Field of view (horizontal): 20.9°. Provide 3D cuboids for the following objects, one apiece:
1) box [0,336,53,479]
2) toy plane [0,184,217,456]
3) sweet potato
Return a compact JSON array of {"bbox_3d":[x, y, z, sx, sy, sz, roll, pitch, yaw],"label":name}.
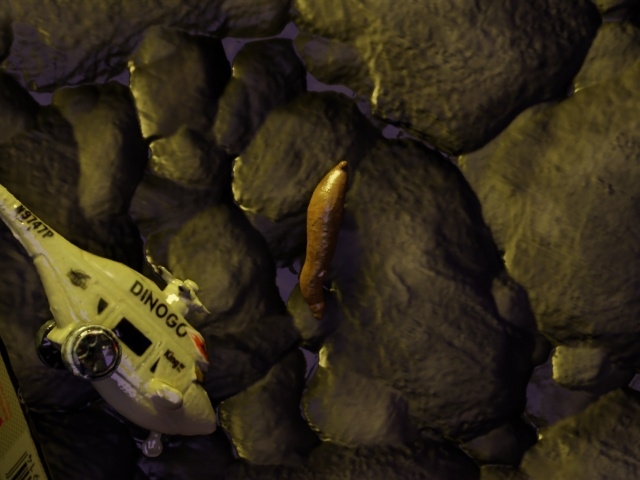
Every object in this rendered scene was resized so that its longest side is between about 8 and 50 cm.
[{"bbox_3d":[-0.291,0.133,1.132,0.198,0.084,0.310,-12,108,18],"label":"box"},{"bbox_3d":[-0.161,0.024,1.146,0.286,0.092,0.108,46,76,-16],"label":"toy plane"},{"bbox_3d":[0.000,0.000,1.182,0.026,0.026,0.115,9,107,-8],"label":"sweet potato"}]
